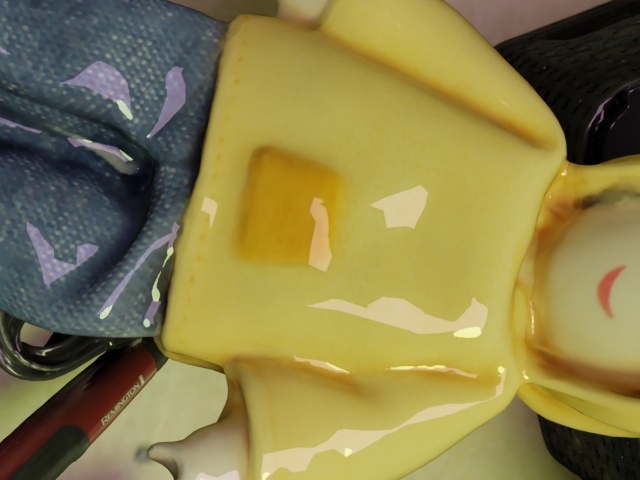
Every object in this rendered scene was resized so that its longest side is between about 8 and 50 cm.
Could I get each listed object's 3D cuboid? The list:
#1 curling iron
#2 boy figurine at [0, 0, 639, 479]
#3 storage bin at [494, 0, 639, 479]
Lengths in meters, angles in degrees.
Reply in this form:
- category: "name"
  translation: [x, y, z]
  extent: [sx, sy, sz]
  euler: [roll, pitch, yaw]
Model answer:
- category: "curling iron"
  translation: [-0.132, 0.090, 0.457]
  extent: [0.068, 0.035, 0.274]
  euler: [49, 61, -16]
- category: "boy figurine"
  translation: [0.000, 0.000, 0.448]
  extent: [0.285, 0.092, 0.177]
  euler: [19, 77, -4]
- category: "storage bin"
  translation: [0.138, 0.006, 0.570]
  extent: [0.122, 0.084, 0.180]
  euler: [-23, 113, -15]
